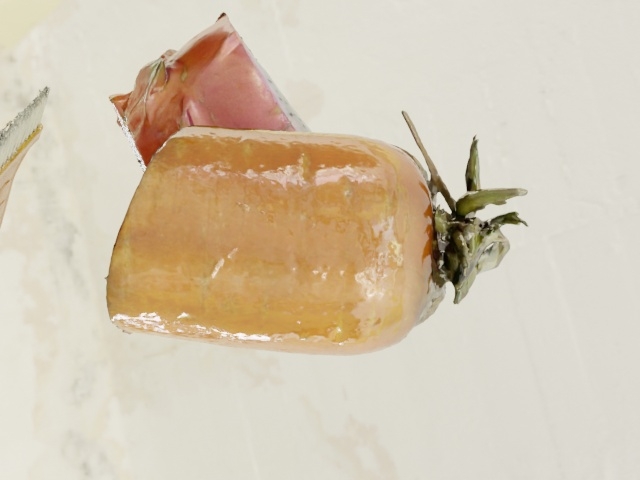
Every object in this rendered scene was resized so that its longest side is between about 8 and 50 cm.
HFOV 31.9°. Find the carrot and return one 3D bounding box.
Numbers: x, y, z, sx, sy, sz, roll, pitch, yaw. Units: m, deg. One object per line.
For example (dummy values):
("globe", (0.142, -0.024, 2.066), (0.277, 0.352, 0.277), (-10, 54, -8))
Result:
("carrot", (0.000, 0.000, 0.965), (0.214, 0.331, 0.193), (-87, -178, -61))

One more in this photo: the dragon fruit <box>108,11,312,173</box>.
("dragon fruit", (-0.103, -0.083, 1.194), (0.290, 0.189, 0.290), (57, -2, 3))

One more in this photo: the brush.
("brush", (-0.324, -0.042, 1.133), (0.017, 0.090, 0.314), (36, -36, -3))
